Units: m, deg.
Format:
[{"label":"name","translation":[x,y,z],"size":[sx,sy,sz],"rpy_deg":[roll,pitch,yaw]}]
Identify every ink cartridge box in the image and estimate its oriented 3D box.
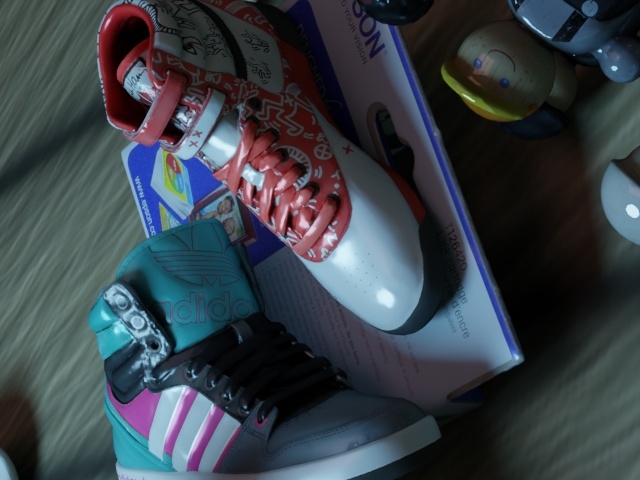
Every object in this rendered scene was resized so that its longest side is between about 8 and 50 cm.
[{"label":"ink cartridge box","translation":[0.000,0.000,0.950],"size":[0.307,0.072,0.303],"rpy_deg":[-34,67,40]}]

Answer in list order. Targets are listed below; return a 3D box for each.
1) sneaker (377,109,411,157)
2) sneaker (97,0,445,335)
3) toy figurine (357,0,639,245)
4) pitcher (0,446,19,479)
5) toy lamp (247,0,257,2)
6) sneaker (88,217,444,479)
[{"label":"sneaker","translation":[0.026,-0.092,0.992],"size":[0.135,0.052,0.058],"rpy_deg":[19,131,54]},{"label":"sneaker","translation":[-0.043,-0.048,0.840],"size":[0.090,0.145,0.270],"rpy_deg":[-51,56,34]},{"label":"toy figurine","translation":[0.132,-0.115,0.734],"size":[0.148,0.209,0.213],"rpy_deg":[-52,39,15]},{"label":"pitcher","translation":[-0.374,0.294,1.397],"size":[0.207,0.125,0.178],"rpy_deg":[-42,68,53]},{"label":"toy lamp","translation":[-0.049,-0.233,1.141],"size":[0.274,0.080,0.080],"rpy_deg":[-51,43,32]},{"label":"sneaker","translation":[-0.052,0.072,0.880],"size":[0.295,0.124,0.178],"rpy_deg":[-11,95,48]}]
